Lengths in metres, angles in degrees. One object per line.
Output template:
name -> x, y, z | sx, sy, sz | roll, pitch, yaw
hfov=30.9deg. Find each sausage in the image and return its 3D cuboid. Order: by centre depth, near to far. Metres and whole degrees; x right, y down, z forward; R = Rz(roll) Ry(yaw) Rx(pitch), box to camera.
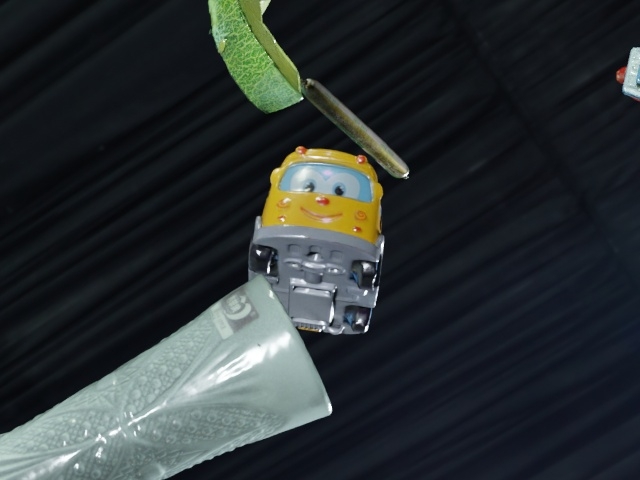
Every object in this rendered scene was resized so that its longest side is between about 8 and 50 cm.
sausage -> 0.056, -0.171, 1.793 | 0.269, 0.033, 0.033 | 39, 18, -35

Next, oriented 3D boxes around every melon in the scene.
melon -> -0.089, -0.262, 1.454 | 0.118, 0.064, 0.209 | 33, 34, -41

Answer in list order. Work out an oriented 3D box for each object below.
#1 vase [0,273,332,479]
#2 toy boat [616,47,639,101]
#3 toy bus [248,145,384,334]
vase -> -0.110, 0.110, 0.683 | 0.096, 0.219, 0.096 | 60, -10, 17
toy boat -> 0.407, -0.168, 1.239 | 0.173, 0.069, 0.059 | 13, -7, 4
toy bus -> 0.000, 0.000, 1.138 | 0.209, 0.126, 0.136 | 94, 5, -64
